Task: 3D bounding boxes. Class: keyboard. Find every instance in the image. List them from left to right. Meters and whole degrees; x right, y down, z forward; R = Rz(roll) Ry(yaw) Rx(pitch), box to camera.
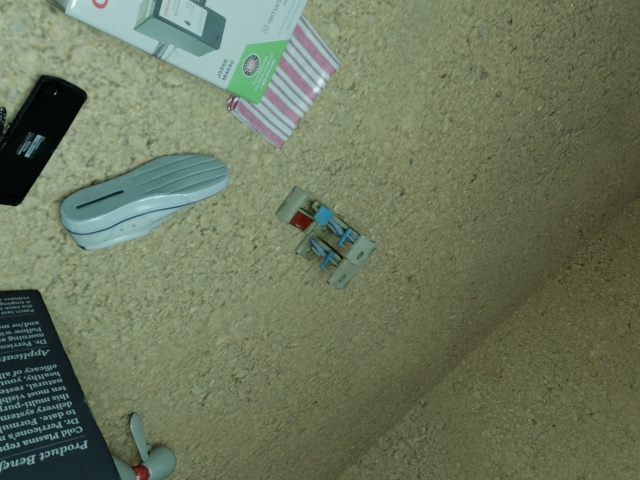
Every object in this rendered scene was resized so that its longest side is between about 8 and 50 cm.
[{"bbox_3d":[-0.392,-0.134,0.620,0.192,0.038,0.100,-55,164,6],"label":"keyboard"}]

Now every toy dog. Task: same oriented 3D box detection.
[{"bbox_3d":[-0.450,0.457,0.981,0.220,0.161,0.333,-44,155,-19],"label":"toy dog"}]

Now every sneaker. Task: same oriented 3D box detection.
[{"bbox_3d":[-0.267,-0.062,0.757,0.258,0.094,0.091,-21,152,-25],"label":"sneaker"}]

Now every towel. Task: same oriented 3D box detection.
[{"bbox_3d":[-0.056,-0.267,0.821,0.197,0.029,0.144,-53,142,5],"label":"towel"}]

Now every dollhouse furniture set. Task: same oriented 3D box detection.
[{"bbox_3d":[0.000,0.000,1.012,0.129,0.129,0.184,-53,142,6],"label":"dollhouse furniture set"}]

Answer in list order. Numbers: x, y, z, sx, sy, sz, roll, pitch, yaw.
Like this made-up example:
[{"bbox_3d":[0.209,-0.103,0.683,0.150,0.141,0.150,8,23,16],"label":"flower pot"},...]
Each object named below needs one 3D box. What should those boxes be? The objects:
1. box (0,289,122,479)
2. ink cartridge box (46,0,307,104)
[{"bbox_3d":[-0.483,0.393,0.606,0.298,0.472,0.479,0,121,-43],"label":"box"},{"bbox_3d":[-0.165,-0.322,0.603,0.273,0.115,0.198,12,112,-48],"label":"ink cartridge box"}]
